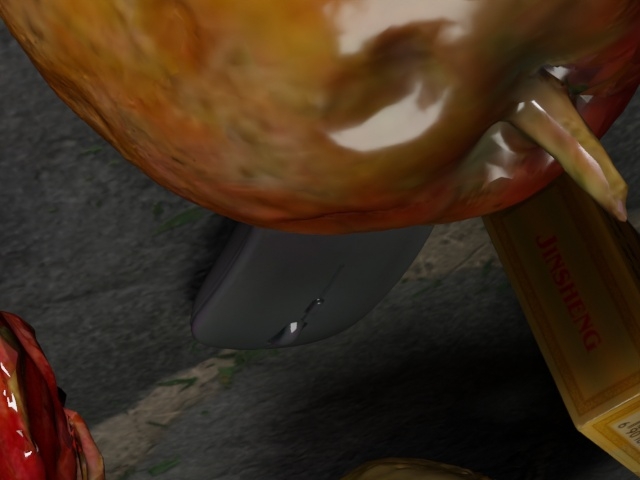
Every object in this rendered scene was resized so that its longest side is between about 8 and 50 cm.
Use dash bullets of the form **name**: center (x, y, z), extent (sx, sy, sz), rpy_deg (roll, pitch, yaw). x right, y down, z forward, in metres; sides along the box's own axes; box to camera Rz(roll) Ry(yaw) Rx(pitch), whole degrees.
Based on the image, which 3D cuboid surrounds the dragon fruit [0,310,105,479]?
- **dragon fruit**: center (-0.258, 0.133, 0.780), extent (0.295, 0.296, 0.301), rpy_deg (-29, 153, 12)

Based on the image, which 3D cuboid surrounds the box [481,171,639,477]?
- **box**: center (0.222, 0.079, 1.062), extent (0.076, 0.174, 0.274), rpy_deg (-31, 144, 17)

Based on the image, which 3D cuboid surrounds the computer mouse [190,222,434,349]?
- **computer mouse**: center (0.001, 0.001, 0.939), extent (0.120, 0.057, 0.232), rpy_deg (3, 140, -30)

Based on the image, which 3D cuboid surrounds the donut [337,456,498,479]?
- **donut**: center (0.182, 0.291, 1.171), extent (0.449, 0.198, 0.449), rpy_deg (14, 173, 2)

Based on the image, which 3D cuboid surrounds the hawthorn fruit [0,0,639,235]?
- **hawthorn fruit**: center (0.020, -0.119, 0.567), extent (0.277, 0.298, 0.277), rpy_deg (-26, 155, -13)
